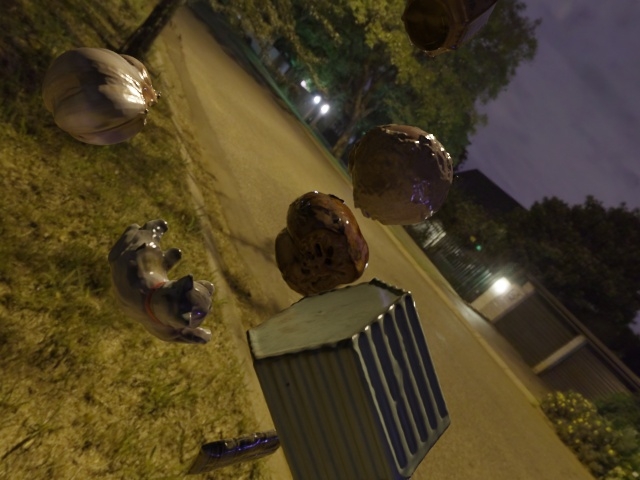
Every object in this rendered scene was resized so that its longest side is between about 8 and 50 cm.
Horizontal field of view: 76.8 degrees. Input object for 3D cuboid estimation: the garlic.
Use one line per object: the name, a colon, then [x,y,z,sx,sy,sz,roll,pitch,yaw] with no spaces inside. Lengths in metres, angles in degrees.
garlic: [-0.477,-0.314,0.856,0.184,0.203,0.281,70,3,-46]

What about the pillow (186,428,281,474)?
pillow: [-0.163,0.438,0.842,0.204,0.113,0.038,5,39,-36]

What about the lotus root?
lotus root: [-0.007,-0.006,0.815,0.193,0.193,0.291,42,10,-14]

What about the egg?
egg: [0.204,-0.163,1.052,0.279,0.279,0.310,55,-2,33]

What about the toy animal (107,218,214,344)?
toy animal: [-0.373,0.081,0.960,0.266,0.307,0.188,9,-16,-14]

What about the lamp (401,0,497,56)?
lamp: [0.269,-0.485,0.840,0.161,0.185,0.161,34,-30,23]

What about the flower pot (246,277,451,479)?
flower pot: [0.032,0.177,0.532,0.239,0.209,0.189,-24,100,-40]
